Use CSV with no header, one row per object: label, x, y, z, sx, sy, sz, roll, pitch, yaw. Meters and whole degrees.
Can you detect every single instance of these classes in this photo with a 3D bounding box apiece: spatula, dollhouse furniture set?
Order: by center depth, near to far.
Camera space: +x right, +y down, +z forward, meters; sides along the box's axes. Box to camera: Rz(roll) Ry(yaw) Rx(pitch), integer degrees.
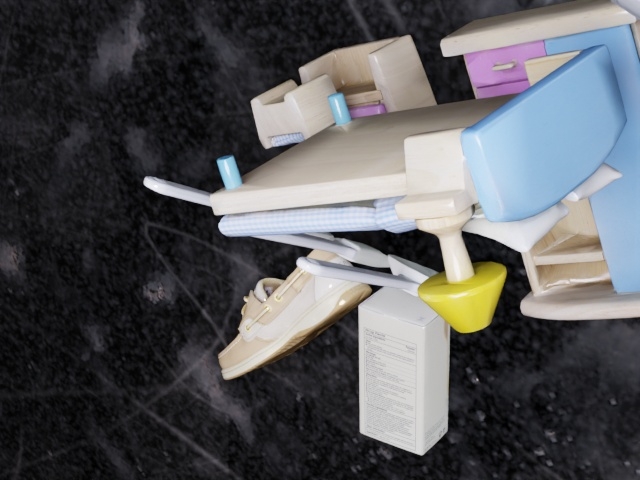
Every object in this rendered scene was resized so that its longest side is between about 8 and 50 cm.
dollhouse furniture set,0.063,0.001,0.876,0.286,0.303,0.198,-6,109,39
spatula,0.000,0.000,0.986,0.168,0.242,0.019,28,96,26

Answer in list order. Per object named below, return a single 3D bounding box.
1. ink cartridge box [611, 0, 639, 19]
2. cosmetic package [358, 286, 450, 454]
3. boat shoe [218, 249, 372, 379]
ink cartridge box,0.333,-0.159,0.650,0.307,0.072,0.303,38,97,14
cosmetic package,0.063,0.097,1.106,0.060,0.041,0.115,18,123,29
boat shoe,-0.029,0.054,1.144,0.170,0.063,0.059,-37,80,40
